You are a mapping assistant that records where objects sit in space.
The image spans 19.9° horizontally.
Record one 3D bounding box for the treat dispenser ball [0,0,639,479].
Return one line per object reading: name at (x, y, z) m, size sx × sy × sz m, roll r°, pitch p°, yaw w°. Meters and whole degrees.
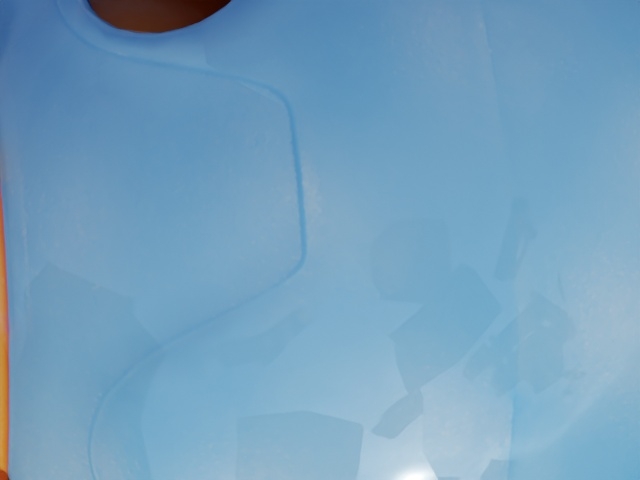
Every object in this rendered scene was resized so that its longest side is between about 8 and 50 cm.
treat dispenser ball at (0.000, 0.000, 0.557) m, size 0.288 × 0.288 × 0.288 m, roll 0°, pitch 80°, yaw 0°
